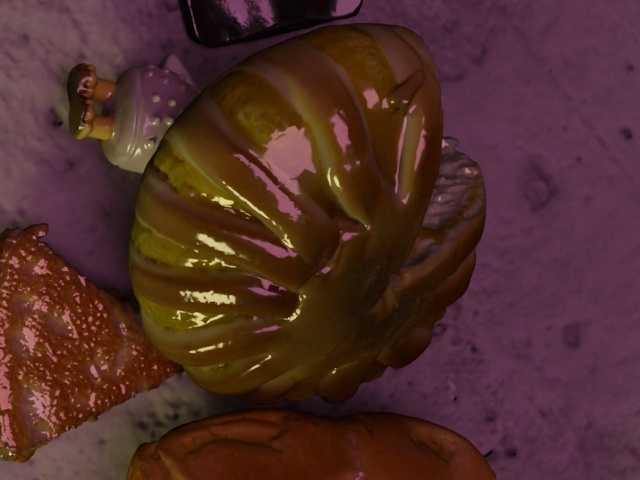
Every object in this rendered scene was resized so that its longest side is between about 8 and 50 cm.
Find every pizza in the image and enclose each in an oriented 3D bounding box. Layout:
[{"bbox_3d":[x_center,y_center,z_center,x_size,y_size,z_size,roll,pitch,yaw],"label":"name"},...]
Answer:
[{"bbox_3d":[-0.189,0.086,1.411,0.199,0.062,0.188,9,86,-30],"label":"pizza"}]

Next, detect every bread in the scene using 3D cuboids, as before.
[{"bbox_3d":[0.000,0.000,1.359,0.333,0.160,0.333,-23,138,-23],"label":"bread"},{"bbox_3d":[-0.008,0.304,1.431,0.328,0.148,0.337,4,113,-22],"label":"bread"}]

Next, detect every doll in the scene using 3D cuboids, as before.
[{"bbox_3d":[-0.101,-0.089,1.406,0.207,0.081,0.129,9,61,-24],"label":"doll"}]

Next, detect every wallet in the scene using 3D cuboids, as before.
[{"bbox_3d":[-0.040,-0.208,1.448,0.156,0.018,0.082,-16,102,-19],"label":"wallet"}]
